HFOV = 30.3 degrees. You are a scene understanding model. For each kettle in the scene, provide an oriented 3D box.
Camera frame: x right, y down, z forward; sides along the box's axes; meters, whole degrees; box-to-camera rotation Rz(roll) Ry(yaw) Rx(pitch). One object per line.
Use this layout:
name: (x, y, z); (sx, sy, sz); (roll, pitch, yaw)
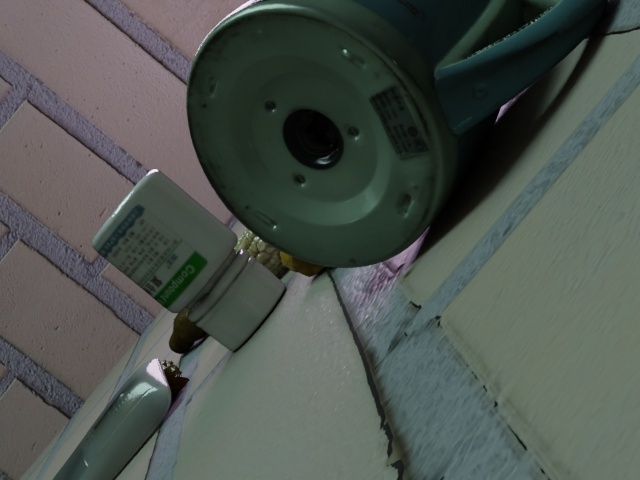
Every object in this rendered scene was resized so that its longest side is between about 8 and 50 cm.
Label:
kettle: (0.098, -0.165, 1.082); (0.319, 0.247, 0.342); (-4, 28, 36)

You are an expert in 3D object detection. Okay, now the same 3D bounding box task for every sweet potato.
sweet potato: (-0.214, 0.140, 1.985); (0.067, 0.067, 0.274); (-54, 3, -32)

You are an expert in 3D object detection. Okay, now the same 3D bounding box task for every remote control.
remote control: (-0.325, 0.305, 1.697); (0.313, 0.055, 0.109); (-50, 30, 8)

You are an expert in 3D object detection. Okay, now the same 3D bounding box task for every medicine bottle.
medicine bottle: (-0.171, 0.029, 1.548); (0.139, 0.237, 0.139); (-48, 8, 9)

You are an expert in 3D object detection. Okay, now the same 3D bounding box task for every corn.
corn: (-0.099, 0.039, 1.728); (0.211, 0.087, 0.087); (-52, 4, 37)

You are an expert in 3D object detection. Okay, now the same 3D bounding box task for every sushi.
sushi: (-0.235, 0.208, 1.778); (0.055, 0.052, 0.120); (-52, 7, -19)

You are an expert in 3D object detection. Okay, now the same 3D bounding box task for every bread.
bread: (0.000, 0.000, 1.379); (0.074, 0.053, 0.132); (-52, 9, -18)
